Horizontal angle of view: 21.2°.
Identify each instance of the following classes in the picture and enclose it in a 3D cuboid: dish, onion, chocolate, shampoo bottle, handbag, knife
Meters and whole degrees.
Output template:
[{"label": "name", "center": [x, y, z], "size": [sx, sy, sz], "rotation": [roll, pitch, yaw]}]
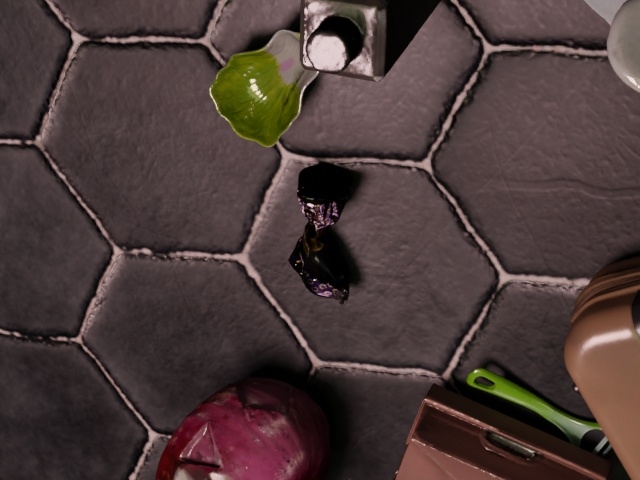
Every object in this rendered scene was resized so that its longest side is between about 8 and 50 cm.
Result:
[{"label": "dish", "center": [-0.045, -0.161, 1.696], "size": [0.091, 0.039, 0.137], "rotation": [45, 124, 0]}, {"label": "onion", "center": [-0.094, 0.254, 1.852], "size": [0.200, 0.200, 0.207], "rotation": [49, 131, -9]}, {"label": "chocolate", "center": [-0.002, -0.002, 1.756], "size": [0.072, 0.070, 0.147], "rotation": [33, 131, 38]}, {"label": "shampoo bottle", "center": [0.046, -0.212, 1.499], "size": [0.079, 0.246, 0.080], "rotation": [10, 122, 16]}, {"label": "handbag", "center": [0.404, 0.141, 1.615], "size": [0.283, 0.149, 0.302], "rotation": [-22, 106, 30]}, {"label": "knife", "center": [0.227, 0.180, 1.785], "size": [0.166, 0.022, 0.078], "rotation": [31, 128, 3]}]

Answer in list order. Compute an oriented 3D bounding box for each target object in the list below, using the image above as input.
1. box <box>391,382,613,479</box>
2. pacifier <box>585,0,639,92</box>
[{"label": "box", "center": [0.177, 0.289, 1.820], "size": [0.215, 0.086, 0.215], "rotation": [24, 131, 9]}, {"label": "pacifier", "center": [0.312, -0.190, 1.429], "size": [0.279, 0.207, 0.227], "rotation": [24, 142, 9]}]
